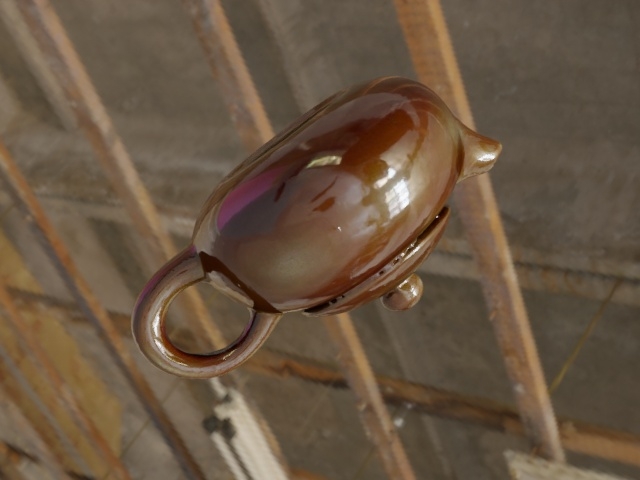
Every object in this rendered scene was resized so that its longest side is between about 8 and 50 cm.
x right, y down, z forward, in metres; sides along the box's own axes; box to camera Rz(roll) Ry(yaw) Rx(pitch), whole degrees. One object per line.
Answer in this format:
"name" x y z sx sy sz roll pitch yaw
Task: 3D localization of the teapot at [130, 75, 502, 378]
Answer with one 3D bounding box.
"teapot" 0.000 0.000 0.672 0.135 0.252 0.178 51 -6 -5
